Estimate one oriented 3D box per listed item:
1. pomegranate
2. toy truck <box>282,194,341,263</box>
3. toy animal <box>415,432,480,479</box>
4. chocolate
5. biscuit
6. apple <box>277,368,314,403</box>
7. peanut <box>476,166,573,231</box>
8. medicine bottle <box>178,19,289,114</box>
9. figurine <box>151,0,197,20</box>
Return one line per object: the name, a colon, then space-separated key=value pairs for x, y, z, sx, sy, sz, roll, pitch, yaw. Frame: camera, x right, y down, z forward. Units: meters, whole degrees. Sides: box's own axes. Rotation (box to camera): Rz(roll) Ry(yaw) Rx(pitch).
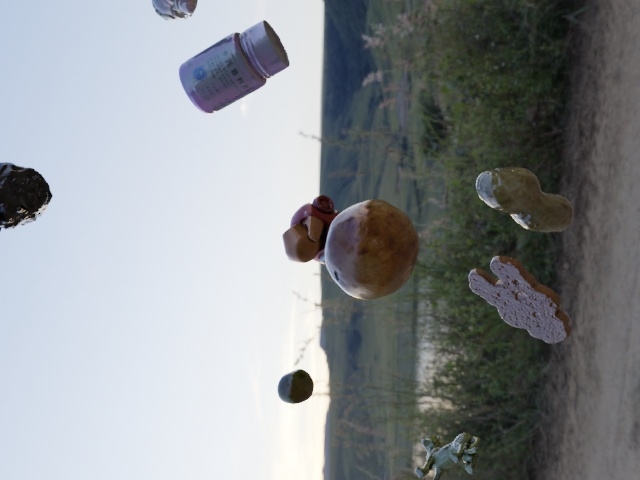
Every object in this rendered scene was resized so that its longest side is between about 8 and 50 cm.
pomegranate: x=0.123 y=0.021 z=1.411 sx=0.248 sy=0.248 sz=0.248 roll=3 pitch=-90 yaw=-84
toy truck: x=0.000 y=0.000 z=1.984 sx=0.189 sy=0.265 sz=0.239 roll=-44 pitch=24 yaw=44
toy animal: x=0.283 y=0.449 z=1.264 sx=0.181 sy=0.073 sz=0.136 roll=-44 pitch=-3 yaw=33
chocolate: x=-0.649 y=-0.070 z=1.218 sx=0.133 sy=0.156 sz=0.156 roll=-92 pitch=1 yaw=-51
biscuit: x=0.608 y=0.180 z=1.777 sx=0.047 sy=0.334 sz=0.202 roll=-48 pitch=0 yaw=-39
apple: x=-0.060 y=0.346 z=1.399 sx=0.089 sy=0.090 sz=0.074 roll=39 pitch=-150 yaw=-83
peanut: x=0.362 y=-0.072 z=1.041 sx=0.089 sy=0.193 sz=0.089 roll=-53 pitch=18 yaw=26
medicine bottle: x=-0.216 y=-0.436 z=1.494 sx=0.152 sy=0.255 sz=0.152 roll=54 pitch=-160 yaw=-30
figurine: x=-0.384 y=-0.678 z=1.541 sx=0.144 sy=0.182 sz=0.256 roll=-65 pitch=8 yaw=-27
